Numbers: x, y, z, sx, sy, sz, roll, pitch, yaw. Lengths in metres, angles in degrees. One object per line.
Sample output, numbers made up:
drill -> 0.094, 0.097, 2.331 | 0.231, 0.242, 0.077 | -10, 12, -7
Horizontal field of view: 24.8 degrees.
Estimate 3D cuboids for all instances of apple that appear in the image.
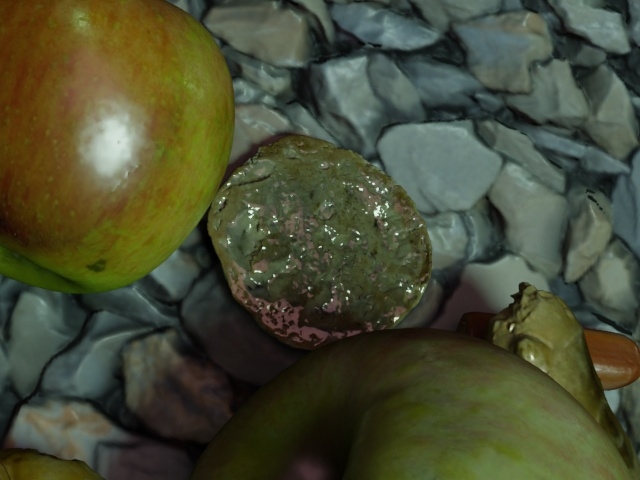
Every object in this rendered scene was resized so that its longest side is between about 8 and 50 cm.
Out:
apple -> 0.056, 0.182, 0.786 | 0.234, 0.257, 0.257 | 43, 61, -32
apple -> -0.146, -0.062, 0.836 | 0.196, 0.196, 0.196 | 5, 70, -15

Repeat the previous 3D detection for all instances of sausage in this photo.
sausage -> 0.151, 0.075, 0.959 | 0.131, 0.039, 0.041 | 9, 62, -15

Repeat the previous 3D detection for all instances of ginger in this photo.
ginger -> 0.153, 0.118, 0.903 | 0.095, 0.069, 0.190 | -42, 111, -49

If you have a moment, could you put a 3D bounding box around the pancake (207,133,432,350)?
pancake -> 0.001, -0.001, 0.946 | 0.152, 0.025, 0.151 | 5, 71, -14

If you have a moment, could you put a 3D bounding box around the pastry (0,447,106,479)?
pastry -> -0.177, 0.185, 0.799 | 0.153, 0.081, 0.153 | 2, 73, -6
